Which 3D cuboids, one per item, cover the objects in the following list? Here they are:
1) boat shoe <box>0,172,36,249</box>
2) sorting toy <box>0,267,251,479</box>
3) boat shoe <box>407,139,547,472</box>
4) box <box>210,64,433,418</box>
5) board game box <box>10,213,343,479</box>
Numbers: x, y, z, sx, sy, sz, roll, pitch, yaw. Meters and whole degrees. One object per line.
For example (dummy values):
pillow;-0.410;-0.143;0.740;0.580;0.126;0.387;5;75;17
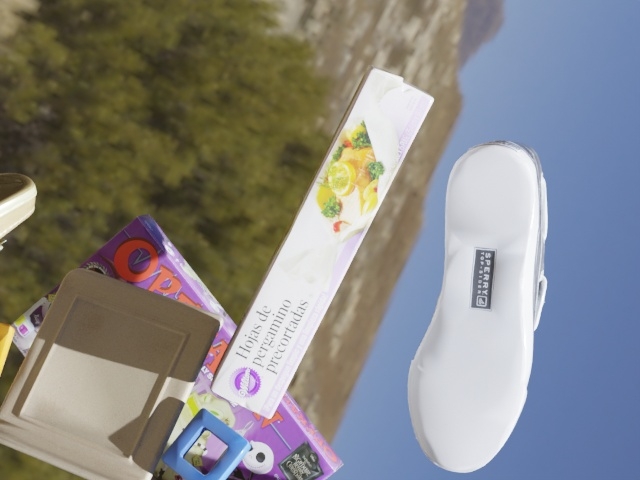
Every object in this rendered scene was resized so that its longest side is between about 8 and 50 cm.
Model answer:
boat shoe;-0.239;0.011;0.906;0.153;0.048;0.056;-34;-145;-17
sorting toy;-0.206;0.136;1.430;0.196;0.348;0.047;-64;155;-19
boat shoe;0.151;0.058;1.335;0.102;0.108;0.301;-15;110;-66
box;0.000;0.000;1.310;0.324;0.063;0.067;-63;-177;9
board game box;-0.162;0.169;1.598;0.208;0.347;0.056;-40;174;9
